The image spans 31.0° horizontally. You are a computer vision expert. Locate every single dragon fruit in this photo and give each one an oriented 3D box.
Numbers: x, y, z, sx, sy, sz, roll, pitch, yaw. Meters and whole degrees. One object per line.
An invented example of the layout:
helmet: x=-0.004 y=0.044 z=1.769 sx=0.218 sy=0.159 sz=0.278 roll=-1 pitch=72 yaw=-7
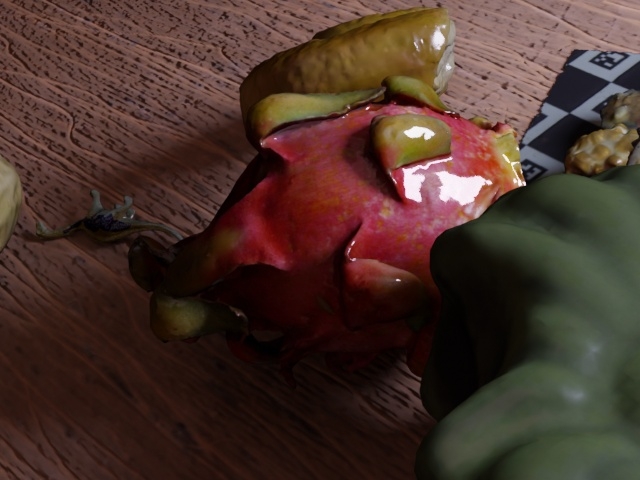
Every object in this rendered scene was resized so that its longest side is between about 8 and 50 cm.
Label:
dragon fruit: x=0.015 y=0.008 z=0.883 sx=0.307 sy=0.243 sz=0.227 roll=-47 pitch=25 yaw=32

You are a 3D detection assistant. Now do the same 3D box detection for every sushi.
sushi: x=0.303 y=-0.099 z=1.003 sx=0.292 sy=0.059 sz=0.294 roll=7 pitch=47 yaw=29

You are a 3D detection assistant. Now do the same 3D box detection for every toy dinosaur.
toy dinosaur: x=-0.202 y=-0.022 z=1.140 sx=0.180 sy=0.037 sz=0.058 roll=1 pitch=67 yaw=33

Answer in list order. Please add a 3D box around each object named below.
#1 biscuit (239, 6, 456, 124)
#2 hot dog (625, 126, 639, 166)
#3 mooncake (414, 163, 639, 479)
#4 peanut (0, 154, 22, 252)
biscuit: x=0.028 y=-0.149 z=1.048 sx=0.213 sy=0.091 sz=0.274 roll=-16 pitch=6 yaw=3
hot dog: x=0.349 y=-0.026 z=0.859 sx=0.270 sy=0.082 sz=0.162 roll=4 pitch=71 yaw=9
mooncake: x=0.208 y=0.111 z=0.646 sx=0.351 sy=0.187 sz=0.351 roll=2 pitch=39 yaw=-2
peanut: x=-0.397 y=0.027 z=1.095 sx=0.147 sy=0.147 sz=0.305 roll=4 pitch=50 yaw=26
